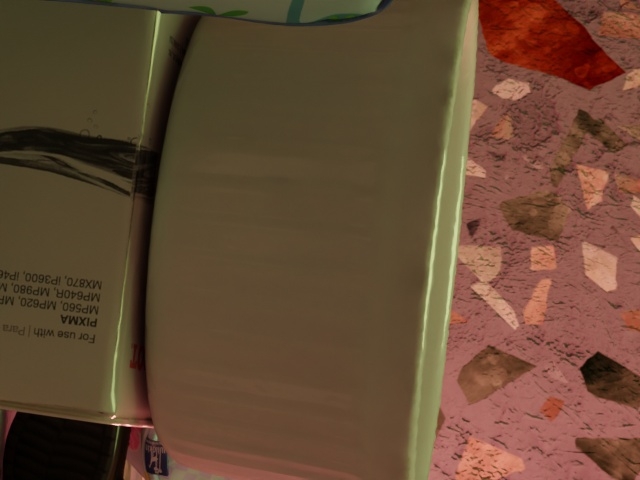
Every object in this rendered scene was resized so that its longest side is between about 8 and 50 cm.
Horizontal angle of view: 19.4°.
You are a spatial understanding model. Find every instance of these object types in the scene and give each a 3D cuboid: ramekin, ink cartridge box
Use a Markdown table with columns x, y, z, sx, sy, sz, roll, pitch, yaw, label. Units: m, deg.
| x | y | z | sx | sy | sz | roll | pitch | yaw | label |
| --- | --- | --- | --- | --- | --- | --- | --- | --- | --- |
| 0.000 | 0.000 | 0.958 | 0.277 | 0.135 | 0.277 | 6 | 90 | -83 | ramekin |
| -0.122 | -0.045 | 0.951 | 0.197 | 0.114 | 0.272 | 48 | 47 | -81 | ink cartridge box |

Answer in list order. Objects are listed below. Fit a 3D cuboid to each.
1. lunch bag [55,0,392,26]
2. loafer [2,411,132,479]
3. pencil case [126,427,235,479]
| x | y | z | sx | sy | sz | roll | pitch | yaw | label |
| --- | --- | --- | --- | --- | --- | --- | --- | --- | --- |
| -0.060 | -0.175 | 0.738 | 0.176 | 0.219 | 0.090 | 97 | -2 | -54 | lunch bag |
| -0.179 | 0.180 | 1.315 | 0.078 | 0.080 | 0.220 | -21 | 130 | -69 | loafer |
| -0.119 | 0.127 | 1.418 | 0.273 | 0.114 | 0.124 | -153 | -121 | -63 | pencil case |
